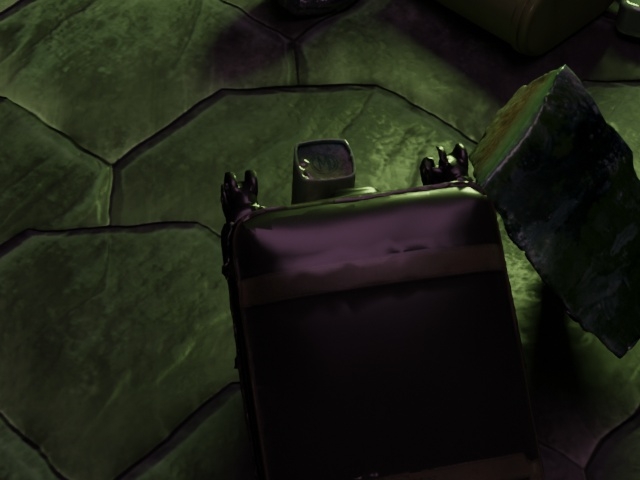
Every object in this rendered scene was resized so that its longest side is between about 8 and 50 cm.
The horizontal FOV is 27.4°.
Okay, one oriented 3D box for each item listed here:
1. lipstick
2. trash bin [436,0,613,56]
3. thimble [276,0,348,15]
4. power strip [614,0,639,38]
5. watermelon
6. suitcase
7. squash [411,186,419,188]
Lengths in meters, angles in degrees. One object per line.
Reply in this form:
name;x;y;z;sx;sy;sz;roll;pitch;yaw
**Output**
lipstick;0.000;0.000;1.440;0.079;0.252;0.077;-5;47;-9
trash bin;0.279;-0.394;1.911;0.247;0.121;0.243;34;54;31
thimble;-0.017;-0.404;1.888;0.150;0.150;0.097;-12;48;-13
power strip;0.550;-0.296;1.861;0.265;0.059;0.193;17;45;14
watermelon;0.270;-0.050;1.414;0.151;0.264;0.302;-37;18;10
suitcase;0.060;0.134;1.239;0.283;0.194;0.433;-8;85;-9
squash;0.132;0.086;1.457;0.118;0.118;0.370;-2;48;-3
